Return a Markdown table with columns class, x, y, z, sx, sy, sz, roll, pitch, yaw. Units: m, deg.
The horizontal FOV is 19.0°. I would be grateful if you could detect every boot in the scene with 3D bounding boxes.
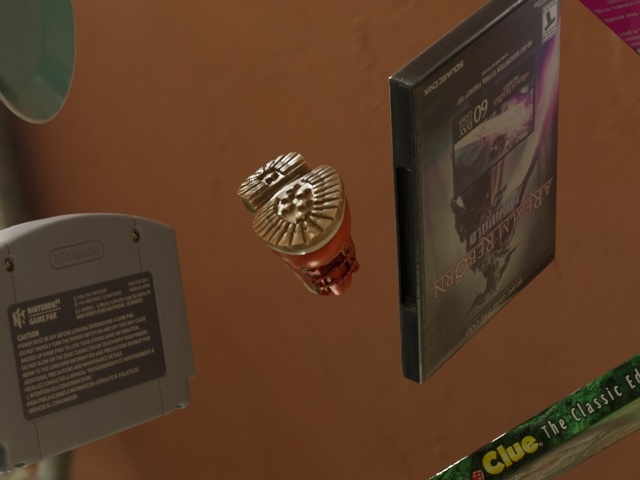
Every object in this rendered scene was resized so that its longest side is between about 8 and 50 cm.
| class | x | y | z | sx | sy | sz | roll | pitch | yaw |
| --- | --- | --- | --- | --- | --- | --- | --- | --- | --- |
| boot | 0.000 | 0.000 | 1.150 | 0.085 | 0.059 | 0.158 | 58 | -1 | -14 |

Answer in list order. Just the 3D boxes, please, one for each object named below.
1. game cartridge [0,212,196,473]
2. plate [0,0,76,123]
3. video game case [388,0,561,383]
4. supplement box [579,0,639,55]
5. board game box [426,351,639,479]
| class | x | y | z | sx | sy | sz | roll | pitch | yaw |
| --- | --- | --- | --- | --- | --- | --- | --- | --- | --- |
| game cartridge | -0.219 | 0.078 | 1.659 | 0.062 | 0.297 | 0.198 | -10 | -88 | 32 |
| plate | -0.231 | -0.178 | 1.420 | 0.024 | 0.188 | 0.188 | -7 | -62 | 16 |
| video game case | 0.122 | -0.049 | 1.457 | 0.026 | 0.196 | 0.274 | 22 | -46 | 32 |
| supplement box | 0.247 | -0.206 | 1.330 | 0.220 | 0.111 | 0.114 | 37 | -23 | -26 |
| board game box | 0.177 | 0.114 | 1.226 | 0.259 | 0.136 | 0.030 | -33 | -109 | 15 |
